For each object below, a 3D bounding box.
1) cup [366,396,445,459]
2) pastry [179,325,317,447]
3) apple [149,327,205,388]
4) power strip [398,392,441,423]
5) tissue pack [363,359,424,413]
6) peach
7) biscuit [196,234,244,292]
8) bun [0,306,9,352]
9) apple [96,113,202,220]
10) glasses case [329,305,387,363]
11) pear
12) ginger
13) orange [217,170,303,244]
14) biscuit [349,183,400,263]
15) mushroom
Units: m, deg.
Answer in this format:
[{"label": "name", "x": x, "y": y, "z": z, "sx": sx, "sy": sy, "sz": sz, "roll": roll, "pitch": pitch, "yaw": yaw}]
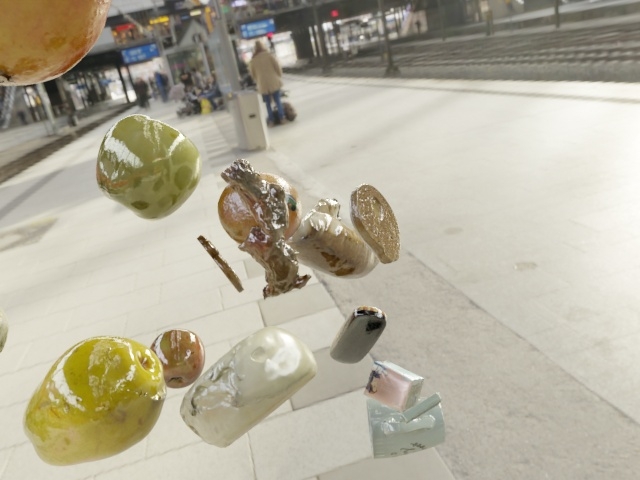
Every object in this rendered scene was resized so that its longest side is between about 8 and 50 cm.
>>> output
[{"label": "cup", "x": 0.266, "y": 0.573, "z": 1.783, "sx": 0.233, "sy": 0.187, "sz": 0.258, "roll": -7, "pitch": -15, "yaw": 3}, {"label": "pastry", "x": -0.129, "y": 0.262, "z": 1.036, "sx": 0.264, "sy": 0.133, "sz": 0.265, "roll": -40, "pitch": -9, "yaw": -7}, {"label": "apple", "x": -0.472, "y": 0.390, "z": 1.895, "sx": 0.188, "sy": 0.188, "sz": 0.174, "roll": -12, "pitch": 47, "yaw": 1}, {"label": "power strip", "x": 0.166, "y": 0.280, "z": 0.956, "sx": 0.083, "sy": 0.027, "sz": 0.017, "roll": -29, "pitch": 61, "yaw": -11}, {"label": "tissue pack", "x": 0.142, "y": 0.280, "z": 1.104, "sx": 0.094, "sy": 0.074, "sz": 0.058, "roll": 17, "pitch": 1, "yaw": 38}, {"label": "peach", "x": -0.484, "y": -0.426, "z": 0.867, "sx": 0.372, "sy": 0.373, "sz": 0.289, "roll": -1, "pitch": 1, "yaw": 30}, {"label": "biscuit", "x": -0.245, "y": 0.056, "z": 1.426, "sx": 0.026, "sy": 0.175, "sz": 0.124, "roll": -38, "pitch": -12, "yaw": -11}, {"label": "bun", "x": -0.579, "y": 0.168, "z": 0.833, "sx": 0.237, "sy": 0.210, "sz": 0.116, "roll": -40, "pitch": 55, "yaw": 14}, {"label": "apple", "x": -0.419, "y": -0.179, "z": 1.404, "sx": 0.262, "sy": 0.263, "sz": 0.262, "roll": -11, "pitch": 19, "yaw": 4}, {"label": "glasses case", "x": 0.127, "y": 0.333, "z": 1.993, "sx": 0.122, "sy": 0.321, "sz": 0.082, "roll": 18, "pitch": 46, "yaw": -8}, {"label": "pear", "x": -0.531, "y": 0.377, "z": 1.357, "sx": 0.336, "sy": 0.285, "sz": 0.285, "roll": -29, "pitch": 10, "yaw": 27}, {"label": "ginger", "x": -0.111, "y": -0.025, "z": 1.139, "sx": 0.122, "sy": 0.290, "sz": 0.084, "roll": -14, "pitch": 16, "yaw": 15}, {"label": "orange", "x": -0.139, "y": -0.072, "z": 1.371, "sx": 0.206, "sy": 0.206, "sz": 0.206, "roll": -11, "pitch": 19, "yaw": 4}, {"label": "biscuit", "x": 0.132, "y": -0.045, "z": 1.439, "sx": 0.049, "sy": 0.208, "sz": 0.181, "roll": -23, "pitch": 37, "yaw": 31}, {"label": "mushroom", "x": 0.027, "y": 0.031, "z": 1.851, "sx": 0.224, "sy": 0.313, "sz": 0.397, "roll": -46, "pitch": -1, "yaw": 13}]
